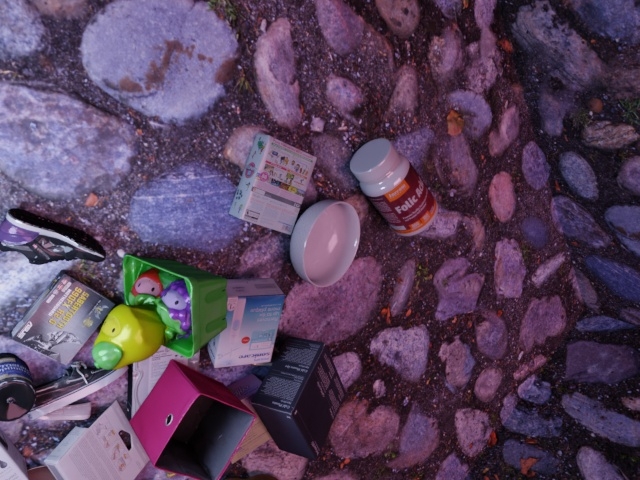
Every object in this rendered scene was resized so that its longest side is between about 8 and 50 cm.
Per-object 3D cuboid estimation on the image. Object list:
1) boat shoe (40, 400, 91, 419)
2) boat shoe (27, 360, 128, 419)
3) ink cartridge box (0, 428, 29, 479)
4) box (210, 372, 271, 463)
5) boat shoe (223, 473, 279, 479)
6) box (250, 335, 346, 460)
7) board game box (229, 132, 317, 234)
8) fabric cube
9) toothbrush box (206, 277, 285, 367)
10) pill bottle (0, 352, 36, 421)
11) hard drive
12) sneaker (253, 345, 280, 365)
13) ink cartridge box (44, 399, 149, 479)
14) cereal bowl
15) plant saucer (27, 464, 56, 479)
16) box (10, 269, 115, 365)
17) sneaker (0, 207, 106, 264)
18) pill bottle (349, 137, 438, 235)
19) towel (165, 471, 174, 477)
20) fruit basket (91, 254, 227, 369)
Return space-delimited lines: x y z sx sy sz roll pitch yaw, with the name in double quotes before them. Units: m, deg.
"boat shoe" -0.802 0.519 1.583 0.184 0.066 0.063 16 79 -36
"boat shoe" -0.748 0.425 1.569 0.306 0.113 0.105 -22 94 -37
"ink cartridge box" -1.002 0.608 1.414 0.223 0.129 0.308 -32 119 -25
"box" -0.300 0.677 1.959 0.213 0.117 0.243 -25 117 -29
"boat shoe" -0.292 1.027 2.075 0.341 0.122 0.110 23 125 -35
"box" -0.072 0.604 1.970 0.313 0.178 0.343 -60 143 -41
"board game box" -0.167 -0.198 1.836 0.224 0.097 0.304 19 92 -39
"fabric cube" -0.420 0.589 1.679 0.259 0.258 0.254 39 80 -37
"toothbrush box" -0.270 0.290 1.815 0.216 0.126 0.296 1 117 -29
"pill bottle" -0.861 0.392 1.403 0.122 0.219 0.123 -11 109 -34
"hard drive" -0.535 0.443 1.758 0.236 0.064 0.339 -2 103 -36
"sneaker" -0.189 0.443 2.010 0.192 0.064 0.086 9 97 -38
"ink cartridge box" -0.720 0.722 1.680 0.261 0.066 0.296 -53 133 -53
"cereal bowl" 0.000 0.000 1.962 0.339 0.141 0.339 -24 122 -43
"plant saucer" -0.896 0.839 1.606 0.310 0.050 0.311 -10 107 -34
"box" -0.768 0.233 1.532 0.183 0.056 0.231 45 75 -35
"sneaker" -0.769 0.018 1.465 0.283 0.107 0.124 28 100 -34
"pill bottle" 0.302 -0.216 2.095 0.224 0.224 0.392 -53 126 -13
"towel" -0.532 0.749 1.868 0.102 0.021 0.237 -17 111 -33
"fruit basket" -0.508 0.212 1.523 0.392 0.392 0.283 -7 106 -35
